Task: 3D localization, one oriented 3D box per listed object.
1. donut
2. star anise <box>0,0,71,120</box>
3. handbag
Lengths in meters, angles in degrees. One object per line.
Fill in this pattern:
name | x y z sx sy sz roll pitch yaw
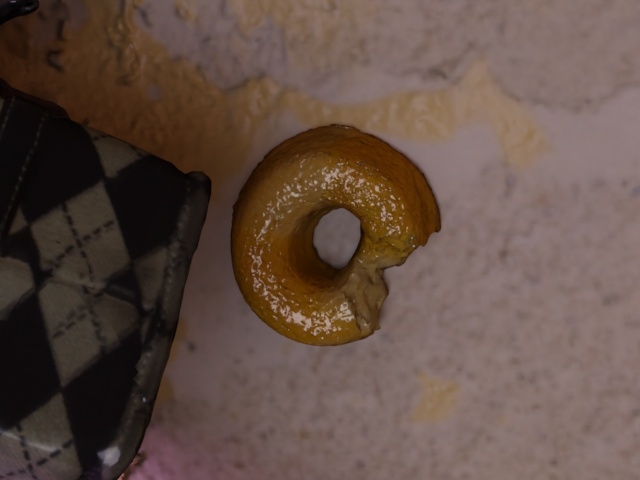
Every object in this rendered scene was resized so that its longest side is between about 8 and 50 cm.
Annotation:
donut | 0.000 0.000 0.802 0.097 0.043 0.108 26 105 7
star anise | -0.236 -0.100 0.781 0.283 0.129 0.212 23 132 0
handbag | -0.286 0.008 0.715 0.416 0.180 0.317 23 152 -12
